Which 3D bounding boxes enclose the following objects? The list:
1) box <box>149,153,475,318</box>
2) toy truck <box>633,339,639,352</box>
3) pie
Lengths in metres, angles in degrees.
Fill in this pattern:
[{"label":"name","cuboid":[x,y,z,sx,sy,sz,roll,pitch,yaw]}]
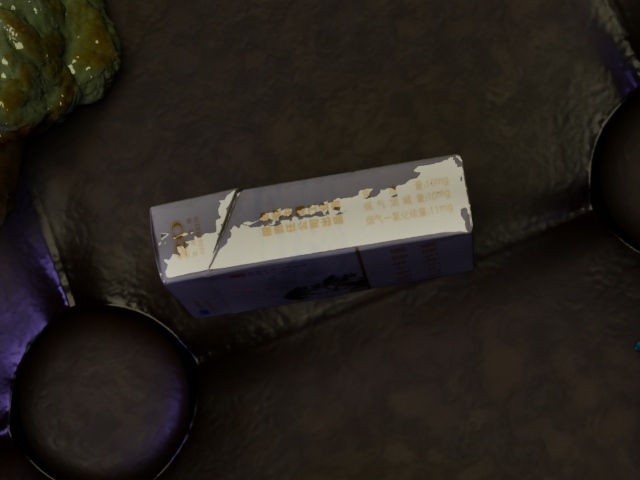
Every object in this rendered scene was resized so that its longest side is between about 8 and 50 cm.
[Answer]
[{"label":"box","cuboid":[-0.001,0.000,1.302,0.233,0.149,0.067,-10,74,3]},{"label":"toy truck","cuboid":[0.406,0.106,1.229,0.363,0.178,0.176,8,79,4]},{"label":"pie","cuboid":[-0.299,-0.163,1.360,0.257,0.105,0.274,33,60,0]}]
